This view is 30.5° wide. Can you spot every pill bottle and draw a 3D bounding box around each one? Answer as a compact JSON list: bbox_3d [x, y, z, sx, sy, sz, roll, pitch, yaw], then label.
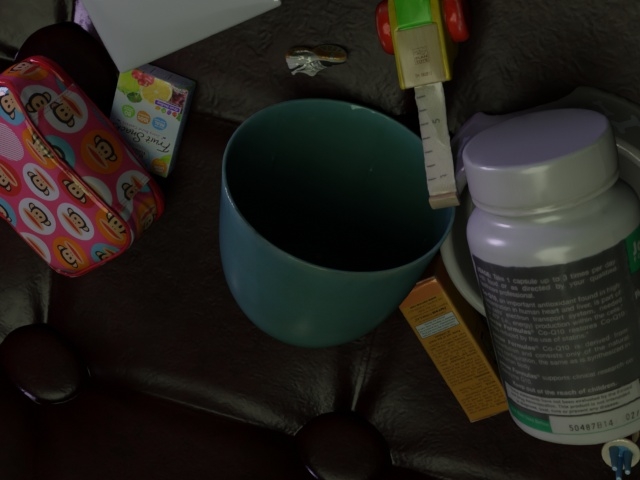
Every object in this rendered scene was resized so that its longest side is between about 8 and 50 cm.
[{"bbox_3d":[0.288,0.042,1.388,0.204,0.204,0.361,-9,114,18],"label":"pill bottle"}]

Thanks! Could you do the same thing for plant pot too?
[{"bbox_3d":[0.000,0.000,1.519,0.293,0.293,0.235,22,138,2],"label":"plant pot"}]

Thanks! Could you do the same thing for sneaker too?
[{"bbox_3d":[-0.003,-0.234,1.539,0.083,0.032,0.037,3,131,18],"label":"sneaker"}]

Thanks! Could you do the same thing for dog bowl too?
[{"bbox_3d":[0.310,-0.023,1.524,0.348,0.102,0.349,6,117,11],"label":"dog bowl"}]

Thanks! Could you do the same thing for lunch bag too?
[{"bbox_3d":[-0.382,-0.089,1.635,0.258,0.120,0.293,-24,109,44],"label":"lunch bag"}]

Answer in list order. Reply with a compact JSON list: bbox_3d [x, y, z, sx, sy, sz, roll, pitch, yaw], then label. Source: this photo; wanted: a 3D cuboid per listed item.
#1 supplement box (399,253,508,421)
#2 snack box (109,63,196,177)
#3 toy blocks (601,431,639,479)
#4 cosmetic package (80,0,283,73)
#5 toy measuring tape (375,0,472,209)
[{"bbox_3d":[0.192,0.139,1.649,0.080,0.078,0.233,-27,106,24],"label":"supplement box"},{"bbox_3d":[-0.238,-0.169,1.622,0.100,0.037,0.141,22,121,4],"label":"snack box"},{"bbox_3d":[0.408,0.246,1.608,0.054,0.148,0.123,-6,115,16],"label":"toy blocks"},{"bbox_3d":[-0.143,-0.330,1.410,0.224,0.225,0.138,-19,110,22],"label":"cosmetic package"},{"bbox_3d":[0.138,-0.208,1.445,0.121,0.121,0.330,-8,96,18],"label":"toy measuring tape"}]
